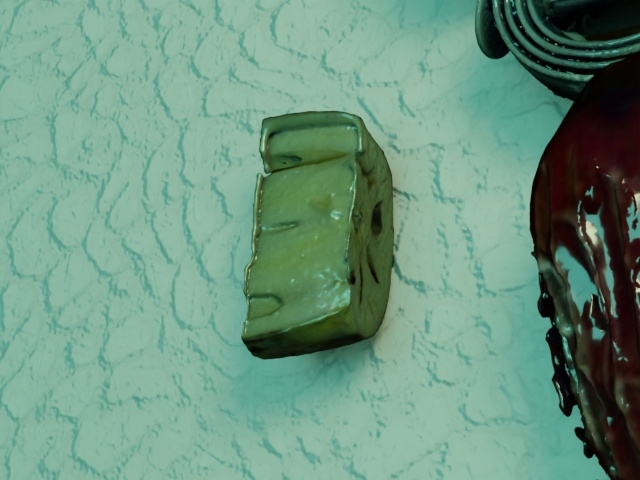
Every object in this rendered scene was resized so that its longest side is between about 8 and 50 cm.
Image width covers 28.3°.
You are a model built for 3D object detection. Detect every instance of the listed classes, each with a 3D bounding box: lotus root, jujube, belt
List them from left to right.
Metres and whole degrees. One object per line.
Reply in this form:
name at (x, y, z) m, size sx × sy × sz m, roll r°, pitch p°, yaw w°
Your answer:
lotus root at (0.000, 0.000, 1.211) m, size 0.119 × 0.138 × 0.235 m, roll -3°, pitch 75°, yaw 22°
belt at (0.258, -0.221, 1.088) m, size 0.267 × 0.116 × 0.206 m, roll -27°, pitch 70°, yaw 21°
jujube at (0.299, 0.039, 0.990) m, size 0.258 × 0.258 × 0.376 m, roll -10°, pitch 82°, yaw 25°

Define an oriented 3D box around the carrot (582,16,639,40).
carrot at (0.248, -0.204, 1.189) m, size 0.216 × 0.048 × 0.048 m, roll 2°, pitch 78°, yaw 33°
